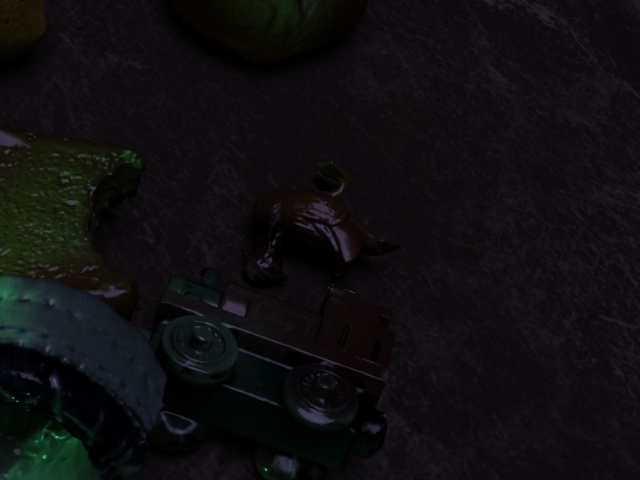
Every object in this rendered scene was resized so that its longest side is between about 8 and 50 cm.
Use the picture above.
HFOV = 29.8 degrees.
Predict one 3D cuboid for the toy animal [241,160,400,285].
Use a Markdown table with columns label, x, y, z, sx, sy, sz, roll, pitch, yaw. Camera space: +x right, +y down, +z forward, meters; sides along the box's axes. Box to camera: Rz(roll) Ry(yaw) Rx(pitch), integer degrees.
| label | x | y | z | sx | sy | sz | roll | pitch | yaw |
| --- | --- | --- | --- | --- | --- | --- | --- | --- | --- |
| toy animal | 0.000 | 0.000 | 1.487 | 0.188 | 0.089 | 0.179 | 26 | 66 | -1 |

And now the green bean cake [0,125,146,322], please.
| label | x | y | z | sx | sy | sz | roll | pitch | yaw |
| --- | --- | --- | --- | --- | --- | --- | --- | --- | --- |
| green bean cake | -0.311 | 0.000 | 1.332 | 0.233 | 0.124 | 0.236 | 8 | 51 | -14 |

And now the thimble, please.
| label | x | y | z | sx | sy | sz | roll | pitch | yaw |
| --- | --- | --- | --- | --- | --- | --- | --- | --- | --- |
| thimble | -0.270 | 0.151 | 1.164 | 0.237 | 0.237 | 0.150 | 19 | 47 | -6 |

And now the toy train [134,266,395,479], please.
| label | x | y | z | sx | sy | sz | roll | pitch | yaw |
| --- | --- | --- | --- | --- | --- | --- | --- | --- | --- |
| toy train | -0.067 | 0.134 | 1.322 | 0.305 | 0.150 | 0.221 | 20 | 39 | -3 |

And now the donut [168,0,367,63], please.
| label | x | y | z | sx | sy | sz | roll | pitch | yaw |
| --- | --- | --- | --- | --- | --- | --- | --- | --- | --- |
| donut | -0.067 | -0.393 | 1.717 | 0.299 | 0.150 | 0.317 | 18 | 50 | -11 |

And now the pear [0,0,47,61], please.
| label | x | y | z | sx | sy | sz | roll | pitch | yaw |
| --- | --- | --- | --- | --- | --- | --- | --- | --- | --- |
| pear | -0.425 | -0.304 | 1.512 | 0.178 | 0.178 | 0.178 | 11 | 51 | -13 |
